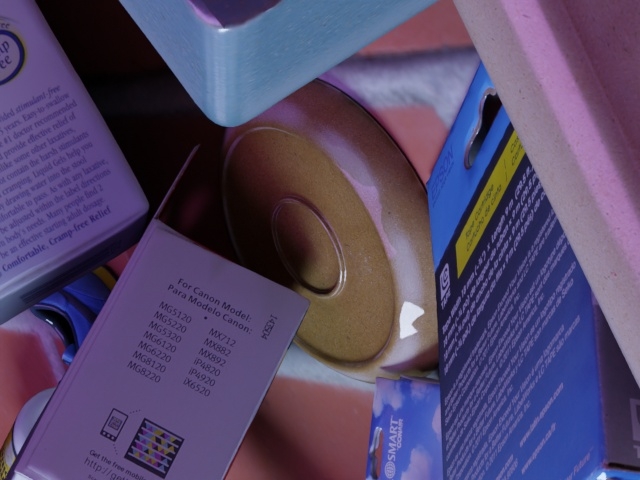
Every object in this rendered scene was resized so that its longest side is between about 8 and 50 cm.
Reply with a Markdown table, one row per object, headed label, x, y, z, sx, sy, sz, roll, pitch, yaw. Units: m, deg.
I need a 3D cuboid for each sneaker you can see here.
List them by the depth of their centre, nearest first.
| label | x | y | z | sx | sy | sz | roll | pitch | yaw |
| --- | --- | --- | --- | --- | --- | --- | --- | --- | --- |
| sneaker | -0.169 | 0.117 | 1.521 | 0.209 | 0.082 | 0.069 | 51 | 145 | 14 |

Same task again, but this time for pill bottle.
| label | x | y | z | sx | sy | sz | roll | pitch | yaw |
| --- | --- | --- | --- | --- | --- | --- | --- | --- | --- |
| pill bottle | -0.256 | 0.218 | 1.702 | 0.103 | 0.103 | 0.184 | 54 | 148 | 13 |

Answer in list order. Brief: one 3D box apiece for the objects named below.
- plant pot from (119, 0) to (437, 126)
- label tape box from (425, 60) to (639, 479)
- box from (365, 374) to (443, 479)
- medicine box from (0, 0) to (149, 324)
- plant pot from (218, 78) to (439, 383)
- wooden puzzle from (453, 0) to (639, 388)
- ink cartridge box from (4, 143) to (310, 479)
| label | x | y | z | sx | sy | sz | roll | pitch | yaw |
| --- | --- | --- | --- | --- | --- | --- | --- | --- | --- |
| plant pot | -0.024 | -0.204 | 0.927 | 0.248 | 0.247 | 0.252 | 53 | 165 | 14 |
| label tape box | 0.141 | 0.039 | 0.951 | 0.241 | 0.105 | 0.334 | 112 | 163 | -52 |
| box | 0.099 | 0.147 | 1.153 | 0.178 | 0.042 | 0.109 | 3 | 86 | 55 |
| medicine box | -0.258 | -0.099 | 1.329 | 0.289 | 0.149 | 0.263 | 60 | 172 | 1 |
| plant pot | 0.000 | 0.000 | 1.233 | 0.236 | 0.032 | 0.236 | 34 | 139 | 36 |
| wooden puzzle | 0.262 | -0.044 | 0.679 | 0.347 | 0.080 | 0.322 | -23 | 99 | 24 |
| ink cartridge box | -0.125 | 0.113 | 1.322 | 0.130 | 0.272 | 0.309 | 29 | 157 | -5 |
